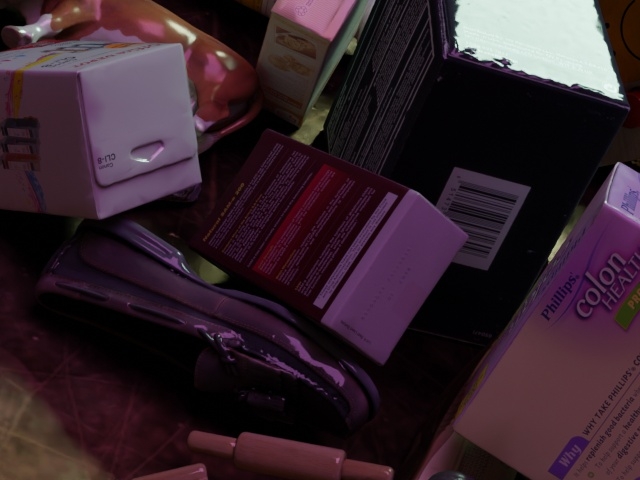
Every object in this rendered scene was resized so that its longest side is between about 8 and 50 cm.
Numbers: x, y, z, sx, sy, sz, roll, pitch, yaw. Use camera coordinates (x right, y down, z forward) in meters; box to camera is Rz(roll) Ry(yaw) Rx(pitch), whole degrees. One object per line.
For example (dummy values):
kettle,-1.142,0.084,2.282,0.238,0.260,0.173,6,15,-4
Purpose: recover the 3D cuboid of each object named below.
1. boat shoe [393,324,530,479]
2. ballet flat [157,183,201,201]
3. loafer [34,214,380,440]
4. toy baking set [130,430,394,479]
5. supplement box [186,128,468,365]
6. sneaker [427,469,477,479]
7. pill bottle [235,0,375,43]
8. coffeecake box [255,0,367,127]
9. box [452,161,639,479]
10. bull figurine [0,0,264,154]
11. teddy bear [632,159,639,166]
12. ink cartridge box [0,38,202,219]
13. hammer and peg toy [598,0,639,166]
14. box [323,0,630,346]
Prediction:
boat shoe,0.135,0.172,1.323,0.098,0.109,0.302,37,44,0
ballet flat,-0.159,-0.054,1.486,0.114,0.041,0.041,-6,46,-34
loafer,-0.098,0.087,1.315,0.303,0.109,0.095,31,56,18
toy baking set,-0.025,0.227,1.177,0.256,0.030,0.196,6,48,9
supplement box,0.000,0.000,1.347,0.073,0.130,0.239,38,-6,-36
sneaker,0.152,0.224,1.201,0.234,0.078,0.106,46,49,-30
pill bottle,-0.015,-0.302,1.791,0.246,0.136,0.136,28,36,4
coffeecake box,-0.003,-0.221,1.620,0.068,0.185,0.142,28,65,2
box,0.261,0.103,1.197,0.243,0.213,0.117,32,23,3
bull figurine,-0.206,-0.186,1.574,0.310,0.101,0.188,25,40,4
teddy bear,0.398,-0.123,1.724,0.113,0.245,0.338,-25,61,-35
ink cartridge box,-0.210,-0.098,1.377,0.176,0.127,0.128,7,21,38
hammer and peg toy,0.332,-0.157,1.628,0.127,0.266,0.361,-15,93,-49
box,0.132,-0.115,1.510,0.183,0.296,0.294,14,38,-13
